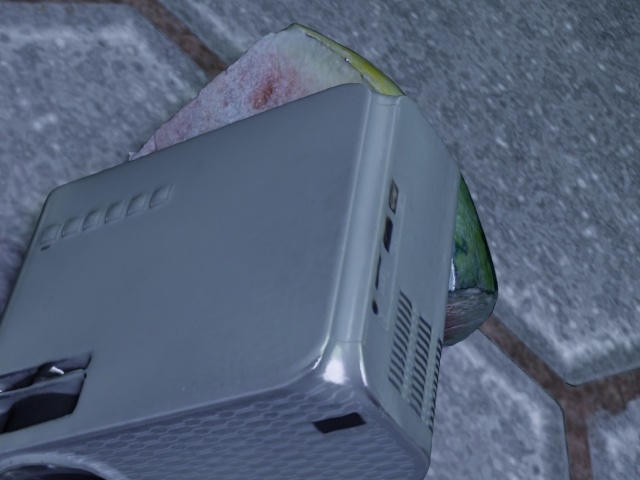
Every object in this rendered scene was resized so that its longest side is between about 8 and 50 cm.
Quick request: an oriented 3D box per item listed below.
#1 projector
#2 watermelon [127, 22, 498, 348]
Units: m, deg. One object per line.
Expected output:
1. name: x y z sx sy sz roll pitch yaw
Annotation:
1. projector: -0.055 0.046 0.706 0.108 0.250 0.198 52 34 -36
2. watermelon: 0.000 0.000 0.895 0.213 0.201 0.262 64 2 18
